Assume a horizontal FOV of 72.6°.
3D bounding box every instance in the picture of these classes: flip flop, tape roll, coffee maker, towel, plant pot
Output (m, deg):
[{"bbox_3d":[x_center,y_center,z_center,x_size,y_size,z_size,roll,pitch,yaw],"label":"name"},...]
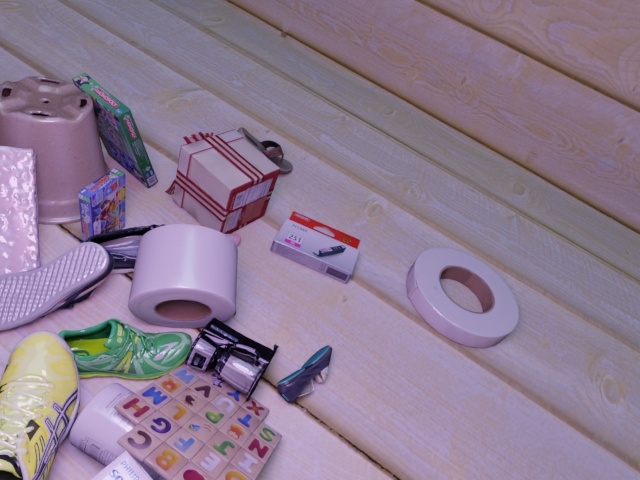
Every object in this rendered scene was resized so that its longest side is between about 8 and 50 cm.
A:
[{"bbox_3d":[-0.199,-0.350,1.670,0.277,0.080,0.112,36,21,-38],"label":"flip flop"},{"bbox_3d":[-0.327,0.095,1.063,0.246,0.246,0.169,6,56,-19],"label":"tape roll"},{"bbox_3d":[-0.213,0.277,1.054,0.178,0.120,0.171,29,2,2],"label":"coffee maker"},{"bbox_3d":[-0.842,-0.064,1.014,0.317,0.053,0.331,-1,89,-26],"label":"towel"},{"bbox_3d":[-0.759,-0.267,1.223,0.334,0.305,0.333,13,43,-12],"label":"plant pot"},{"bbox_3d":[0.484,0.184,1.492,0.392,0.072,0.392,12,43,-12],"label":"tape roll"}]

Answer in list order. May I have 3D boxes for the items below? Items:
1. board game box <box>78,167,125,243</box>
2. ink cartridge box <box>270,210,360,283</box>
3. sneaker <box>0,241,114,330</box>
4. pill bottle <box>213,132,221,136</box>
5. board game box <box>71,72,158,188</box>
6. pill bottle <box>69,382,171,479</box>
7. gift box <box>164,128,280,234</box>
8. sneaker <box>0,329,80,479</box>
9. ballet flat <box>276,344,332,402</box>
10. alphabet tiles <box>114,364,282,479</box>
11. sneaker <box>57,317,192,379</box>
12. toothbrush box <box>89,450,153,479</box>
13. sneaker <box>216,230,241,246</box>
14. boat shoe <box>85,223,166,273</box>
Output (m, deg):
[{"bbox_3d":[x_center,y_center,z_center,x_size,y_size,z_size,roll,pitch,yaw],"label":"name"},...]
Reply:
[{"bbox_3d":[-0.588,-0.080,1.182,0.035,0.201,0.136,26,40,3],"label":"board game box"},{"bbox_3d":[0.000,0.000,1.475,0.275,0.060,0.239,24,42,0],"label":"ink cartridge box"},{"bbox_3d":[-0.641,0.116,1.024,0.321,0.127,0.126,-25,83,-13],"label":"sneaker"},{"bbox_3d":[-0.320,-0.301,1.600,0.215,0.117,0.117,42,44,21],"label":"pill bottle"},{"bbox_3d":[-0.623,-0.326,1.340,0.213,0.317,0.046,39,63,16],"label":"board game box"},{"bbox_3d":[-0.348,0.391,0.847,0.229,0.131,0.131,29,41,5],"label":"pill bottle"},{"bbox_3d":[-0.324,-0.192,1.383,0.258,0.255,0.276,41,39,16],"label":"gift box"},{"bbox_3d":[-0.512,0.340,0.756,0.145,0.147,0.384,7,59,-23],"label":"sneaker"},{"bbox_3d":[-0.028,0.342,1.102,0.074,0.074,0.203,41,38,19],"label":"ballet flat"},{"bbox_3d":[-0.230,0.369,0.879,0.285,0.011,0.342,32,9,10],"label":"alphabet tiles"},{"bbox_3d":[-0.435,0.242,0.970,0.296,0.123,0.109,1,45,-24],"label":"sneaker"},{"bbox_3d":[-0.387,0.500,0.652,0.126,0.216,0.295,39,42,16],"label":"toothbrush box"},{"bbox_3d":[-0.294,-0.003,1.334,0.051,0.070,0.134,40,43,22],"label":"sneaker"},{"bbox_3d":[-0.458,0.008,1.183,0.340,0.113,0.127,-3,52,-16],"label":"boat shoe"}]
